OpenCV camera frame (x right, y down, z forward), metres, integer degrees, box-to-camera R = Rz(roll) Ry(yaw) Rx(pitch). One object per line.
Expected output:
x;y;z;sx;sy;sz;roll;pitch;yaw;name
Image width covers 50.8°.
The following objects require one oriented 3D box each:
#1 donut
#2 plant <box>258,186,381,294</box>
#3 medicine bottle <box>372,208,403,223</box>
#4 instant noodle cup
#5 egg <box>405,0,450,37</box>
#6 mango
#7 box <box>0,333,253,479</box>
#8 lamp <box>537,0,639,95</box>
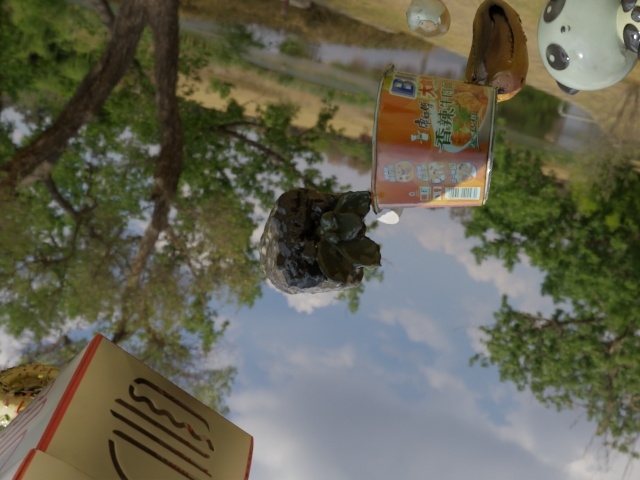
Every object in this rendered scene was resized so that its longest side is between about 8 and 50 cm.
-0.563;0.293;1.297;0.174;0.068;0.174;9;-165;-3;donut
0.000;0.000;1.385;0.213;0.215;0.312;0;173;-16;plant
0.199;-0.163;1.626;0.095;0.260;0.095;21;156;10;medicine bottle
0.222;-0.185;1.302;0.213;0.297;0.296;5;-171;11;instant noodle cup
0.194;-0.399;1.202;0.083;0.071;0.071;24;-171;-5;egg
0.404;-0.438;1.559;0.151;0.249;0.156;6;164;-39;mango
-0.311;0.377;0.922;0.314;0.312;0.300;40;-155;-19;box
0.470;-0.349;1.107;0.197;0.198;0.244;9;180;-23;lamp
